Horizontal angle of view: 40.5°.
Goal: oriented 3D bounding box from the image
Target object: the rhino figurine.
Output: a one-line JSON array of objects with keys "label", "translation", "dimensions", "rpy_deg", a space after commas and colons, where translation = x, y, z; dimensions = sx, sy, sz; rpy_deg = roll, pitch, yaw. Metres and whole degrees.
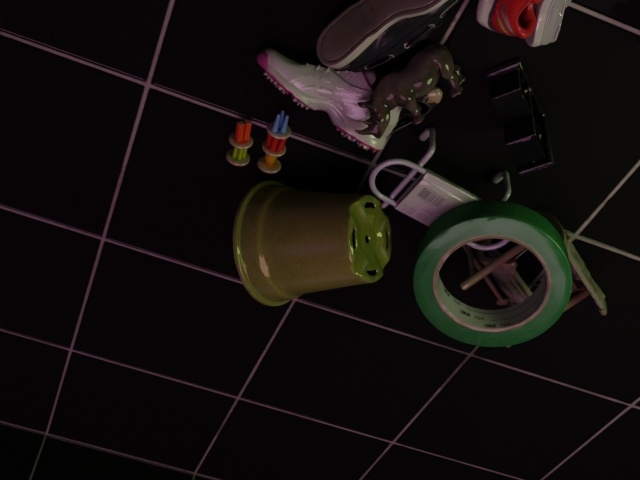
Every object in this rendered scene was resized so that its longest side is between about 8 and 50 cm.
[{"label": "rhino figurine", "translation": [0.162, -0.277, 1.636], "dimensions": [0.243, 0.073, 0.106], "rpy_deg": [-36, 115, -4]}]

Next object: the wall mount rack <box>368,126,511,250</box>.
[{"label": "wall mount rack", "translation": [0.231, -0.076, 1.866], "dimensions": [0.350, 0.130, 0.304], "rpy_deg": [27, 129, -19]}]

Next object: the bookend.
[{"label": "bookend", "translation": [0.381, -0.236, 1.654], "dimensions": [0.072, 0.156, 0.157], "rpy_deg": [-19, 129, 25]}]

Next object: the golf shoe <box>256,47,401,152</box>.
[{"label": "golf shoe", "translation": [0.022, -0.301, 1.688], "dimensions": [0.306, 0.115, 0.140], "rpy_deg": [32, 101, -16]}]

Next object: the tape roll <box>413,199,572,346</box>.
[{"label": "tape roll", "translation": [0.356, 0.073, 1.808], "dimensions": [0.322, 0.077, 0.321], "rpy_deg": [5, 120, 8]}]

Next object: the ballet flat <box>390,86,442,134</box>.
[{"label": "ballet flat", "translation": [0.176, -0.251, 1.740], "dimensions": [0.173, 0.049, 0.057], "rpy_deg": [-32, 124, 33]}]

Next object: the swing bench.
[{"label": "swing bench", "translation": [0.476, 0.078, 1.963], "dimensions": [0.255, 0.165, 0.253], "rpy_deg": [-24, 127, 22]}]

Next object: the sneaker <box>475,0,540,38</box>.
[{"label": "sneaker", "translation": [0.346, -0.459, 1.447], "dimensions": [0.118, 0.107, 0.279], "rpy_deg": [31, 151, 21]}]

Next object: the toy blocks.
[{"label": "toy blocks", "translation": [-0.127, -0.217, 1.809], "dimensions": [0.123, 0.054, 0.148], "rpy_deg": [13, 136, -7]}]

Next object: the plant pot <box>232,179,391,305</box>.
[{"label": "plant pot", "translation": [0.000, 0.000, 1.817], "dimensions": [0.254, 0.276, 0.276], "rpy_deg": [-3, 137, 33]}]

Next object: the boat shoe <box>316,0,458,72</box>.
[{"label": "boat shoe", "translation": [0.156, -0.404, 1.546], "dimensions": [0.340, 0.127, 0.113], "rpy_deg": [-36, 150, 23]}]

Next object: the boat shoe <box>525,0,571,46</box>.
[{"label": "boat shoe", "translation": [0.411, -0.425, 1.528], "dimensions": [0.063, 0.066, 0.184], "rpy_deg": [-8, 131, -12]}]
